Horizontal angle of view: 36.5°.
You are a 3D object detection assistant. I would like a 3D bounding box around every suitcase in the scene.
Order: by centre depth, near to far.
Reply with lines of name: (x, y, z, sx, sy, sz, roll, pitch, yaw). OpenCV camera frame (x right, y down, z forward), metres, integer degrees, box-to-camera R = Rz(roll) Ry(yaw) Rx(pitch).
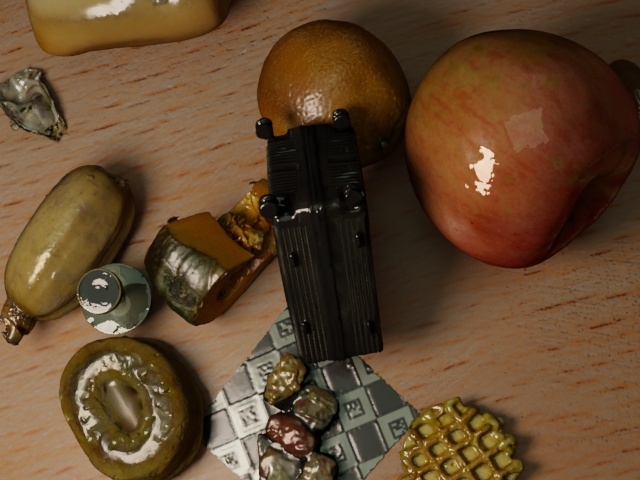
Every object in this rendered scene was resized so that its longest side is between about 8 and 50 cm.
suitcase: (0.000, 0.000, 1.496, 0.152, 0.335, 0.230, -7, 39, 1)

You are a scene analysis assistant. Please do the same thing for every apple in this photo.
apple: (0.300, -0.153, 1.506, 0.363, 0.364, 0.364, -2, 76, 8)

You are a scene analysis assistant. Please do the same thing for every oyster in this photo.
oyster: (-0.545, -0.246, 1.807, 0.108, 0.053, 0.166, -23, 64, -24)

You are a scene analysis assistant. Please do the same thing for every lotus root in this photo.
lotus root: (-0.448, 0.023, 1.666, 0.151, 0.169, 0.343, 32, 83, 15)

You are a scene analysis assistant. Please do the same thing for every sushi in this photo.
sushi: (-0.032, 0.291, 1.598, 0.294, 0.059, 0.292, 39, 85, 16)

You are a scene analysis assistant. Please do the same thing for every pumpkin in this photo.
pumpkin: (-0.160, 0.003, 1.617, 0.139, 0.190, 0.280, 41, 85, 16)

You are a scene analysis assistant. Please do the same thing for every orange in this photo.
orange: (0.026, -0.235, 1.614, 0.264, 0.264, 0.264, -2, 76, 8)

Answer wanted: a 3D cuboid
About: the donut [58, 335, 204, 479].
donut: (-0.312, 0.274, 1.608, 0.208, 0.128, 0.261, -40, 74, -4)

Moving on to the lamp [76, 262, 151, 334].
lamp: (-0.343, 0.096, 1.607, 0.121, 0.215, 0.121, 0, 83, 2)

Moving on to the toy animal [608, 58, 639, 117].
toy animal: (0.516, -0.214, 1.627, 0.179, 0.089, 0.188, -18, 74, 22)

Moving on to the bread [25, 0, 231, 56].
bread: (-0.346, -0.491, 1.730, 0.375, 0.253, 0.348, -9, 71, 5)

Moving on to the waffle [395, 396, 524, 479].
waffle: (0.199, 0.377, 1.544, 0.248, 0.056, 0.253, -1, 79, 8)
